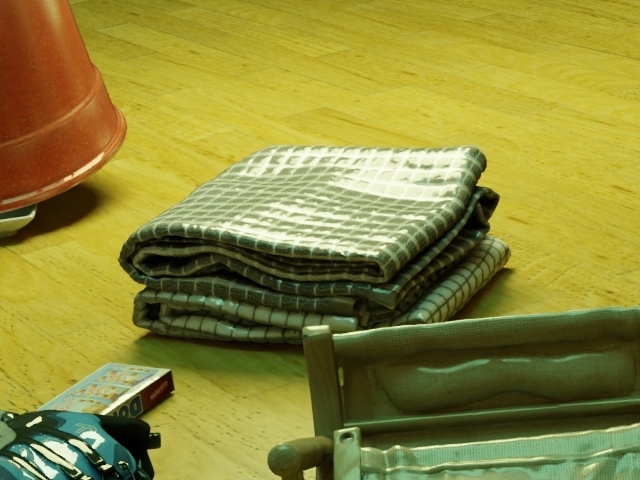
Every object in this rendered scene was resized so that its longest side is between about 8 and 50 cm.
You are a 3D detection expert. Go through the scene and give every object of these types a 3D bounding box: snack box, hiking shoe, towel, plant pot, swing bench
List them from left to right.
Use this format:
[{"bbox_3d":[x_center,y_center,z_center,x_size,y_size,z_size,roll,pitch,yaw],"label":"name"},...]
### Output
[{"bbox_3d":[-0.369,-0.206,1.997,0.272,0.265,0.272,-9,30,5],"label":"plant pot"},{"bbox_3d":[-0.170,0.173,1.202,0.132,0.113,0.304,-8,18,-2],"label":"hiking shoe"},{"bbox_3d":[-0.189,0.139,1.457,0.064,0.022,0.178,3,21,31],"label":"snack box"},{"bbox_3d":[0.000,0.000,1.648,0.284,0.121,0.235,3,22,28],"label":"towel"},{"bbox_3d":[0.114,0.147,1.111,0.253,0.165,0.254,-6,13,6],"label":"swing bench"}]

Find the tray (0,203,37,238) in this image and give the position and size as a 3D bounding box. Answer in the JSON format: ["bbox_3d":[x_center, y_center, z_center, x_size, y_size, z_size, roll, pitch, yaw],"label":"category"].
[{"bbox_3d":[-0.376,-0.044,2.064,0.145,0.030,0.270,-7,18,-3],"label":"tray"}]
